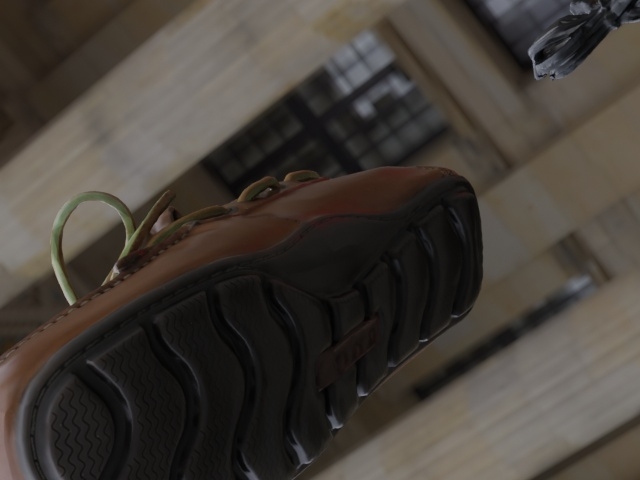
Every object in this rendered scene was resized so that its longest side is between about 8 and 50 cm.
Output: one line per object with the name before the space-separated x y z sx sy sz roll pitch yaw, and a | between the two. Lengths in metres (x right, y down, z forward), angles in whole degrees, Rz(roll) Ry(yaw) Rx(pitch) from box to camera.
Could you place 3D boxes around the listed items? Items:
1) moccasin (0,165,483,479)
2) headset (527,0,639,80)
moccasin | -0.053 0.037 1.014 0.380 0.147 0.139 -38 -53 -53
headset | 0.318 -0.023 1.375 0.394 0.185 0.243 54 -159 -16
